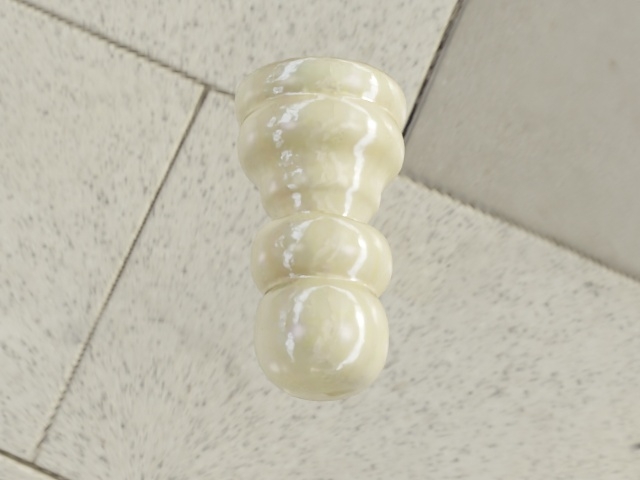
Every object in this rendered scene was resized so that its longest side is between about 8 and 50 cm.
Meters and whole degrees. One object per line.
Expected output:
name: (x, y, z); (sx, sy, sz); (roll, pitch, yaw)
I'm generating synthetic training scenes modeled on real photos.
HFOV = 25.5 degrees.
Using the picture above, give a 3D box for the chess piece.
chess piece: (0.000, 0.000, 1.285); (0.167, 0.167, 0.300); (3, 67, -7)
